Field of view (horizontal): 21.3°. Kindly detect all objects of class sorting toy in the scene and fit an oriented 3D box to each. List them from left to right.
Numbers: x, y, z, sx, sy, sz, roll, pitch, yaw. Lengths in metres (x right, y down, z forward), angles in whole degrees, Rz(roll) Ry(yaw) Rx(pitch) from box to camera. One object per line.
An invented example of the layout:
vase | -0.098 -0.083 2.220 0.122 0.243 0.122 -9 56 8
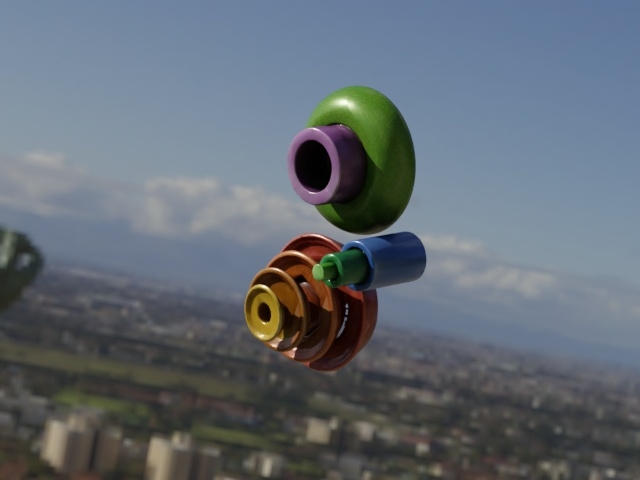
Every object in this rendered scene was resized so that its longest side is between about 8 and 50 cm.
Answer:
sorting toy | 0.000 0.000 0.574 0.042 0.102 0.061 -9 25 -43
